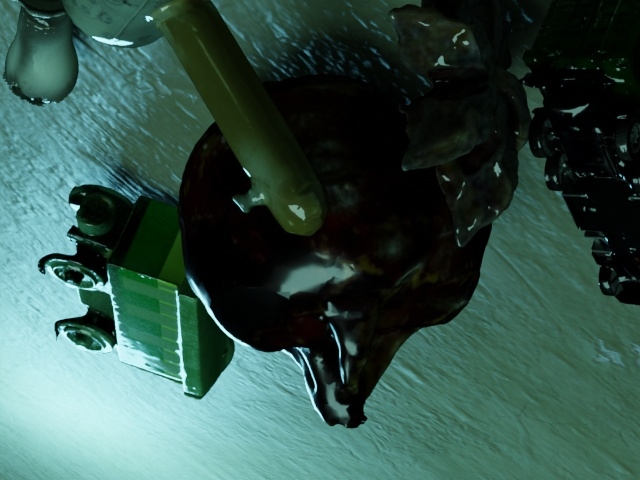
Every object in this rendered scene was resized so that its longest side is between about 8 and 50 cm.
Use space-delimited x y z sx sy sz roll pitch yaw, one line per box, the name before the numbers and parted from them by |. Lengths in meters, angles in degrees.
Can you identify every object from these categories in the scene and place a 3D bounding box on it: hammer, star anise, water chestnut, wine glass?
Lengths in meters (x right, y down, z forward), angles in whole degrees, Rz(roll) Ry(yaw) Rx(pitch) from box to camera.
hammer | -0.082 -0.136 1.173 0.305 0.113 0.202 62 152 4
star anise | 0.104 -0.106 1.109 0.081 0.230 0.262 -10 165 13
water chestnut | 0.000 0.000 1.321 0.289 0.244 0.289 21 150 13
wine glass | -0.246 -0.187 1.390 0.072 0.072 0.155 25 152 0

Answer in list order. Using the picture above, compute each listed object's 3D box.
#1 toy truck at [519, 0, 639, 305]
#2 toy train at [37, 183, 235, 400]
toy truck | 0.229 -0.060 1.151 0.088 0.121 0.259 5 146 33
toy train | -0.192 0.050 1.714 0.202 0.120 0.301 18 152 7
